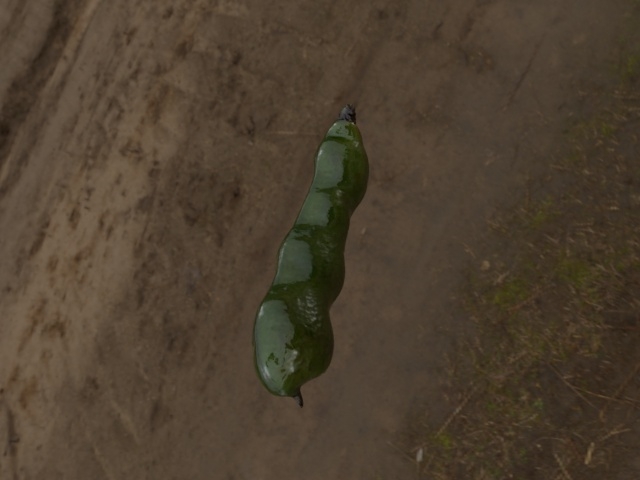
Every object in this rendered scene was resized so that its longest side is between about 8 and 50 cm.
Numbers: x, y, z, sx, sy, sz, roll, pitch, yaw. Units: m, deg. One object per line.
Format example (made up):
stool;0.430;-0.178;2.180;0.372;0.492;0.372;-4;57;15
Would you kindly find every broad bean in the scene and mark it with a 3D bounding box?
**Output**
broad bean;0.000;0.001;0.491;0.053;0.052;0.256;101;-177;-49
